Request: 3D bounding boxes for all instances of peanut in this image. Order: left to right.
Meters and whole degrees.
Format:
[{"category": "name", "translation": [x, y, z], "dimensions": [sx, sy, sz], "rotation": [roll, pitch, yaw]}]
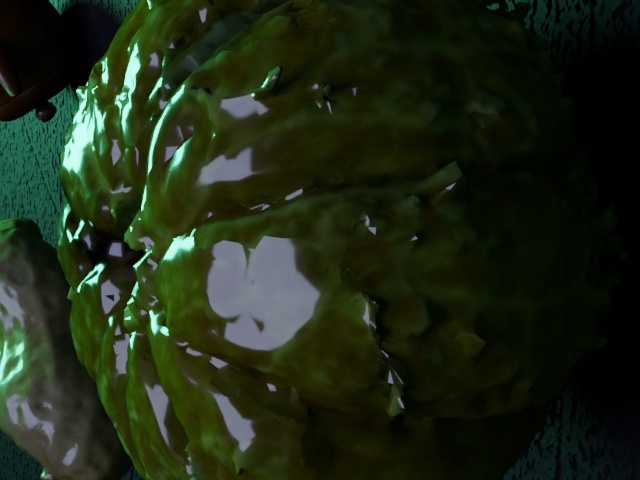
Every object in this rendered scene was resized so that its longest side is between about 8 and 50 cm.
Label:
[{"category": "peanut", "translation": [-0.232, 0.092, 1.176], "dimensions": [0.263, 0.117, 0.101], "rotation": [69, 155, 21]}]

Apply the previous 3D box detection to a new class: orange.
[{"category": "orange", "translation": [0.000, 0.000, 0.653], "dimensions": [0.301, 0.223, 0.300], "rotation": [52, 130, 42]}]

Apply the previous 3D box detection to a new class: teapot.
[{"category": "teapot", "translation": [-0.254, -0.146, 1.146], "dimensions": [0.173, 0.116, 0.116], "rotation": [-119, 23, -79]}]
